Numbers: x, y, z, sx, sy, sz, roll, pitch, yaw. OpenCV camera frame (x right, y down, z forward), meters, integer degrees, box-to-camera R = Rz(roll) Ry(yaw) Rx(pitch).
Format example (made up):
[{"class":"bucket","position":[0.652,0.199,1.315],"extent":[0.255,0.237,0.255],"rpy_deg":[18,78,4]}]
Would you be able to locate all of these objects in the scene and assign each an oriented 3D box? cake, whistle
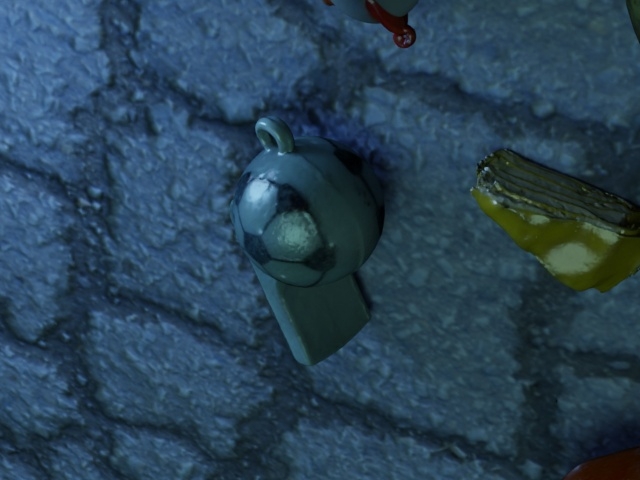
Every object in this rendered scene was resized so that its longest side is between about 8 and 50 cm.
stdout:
[{"class":"cake","position":[0.240,-0.024,1.602],"extent":[0.116,0.080,0.185],"rpy_deg":[-30,103,41]},{"class":"whistle","position":[0.000,0.000,1.684],"extent":[0.163,0.163,0.290],"rpy_deg":[-7,121,30]}]

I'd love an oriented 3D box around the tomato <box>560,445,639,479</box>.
[{"class":"tomato","position":[0.332,0.313,1.731],"extent":[0.232,0.189,0.232],"rpy_deg":[20,146,14]}]

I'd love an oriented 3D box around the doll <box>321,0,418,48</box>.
[{"class":"doll","position":[0.029,-0.283,1.514],"extent":[0.142,0.076,0.245],"rpy_deg":[-17,111,35]}]

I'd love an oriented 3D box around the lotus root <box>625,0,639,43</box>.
[{"class":"lotus root","position":[0.318,-0.224,1.353],"extent":[0.173,0.173,0.309],"rpy_deg":[2,123,24]}]
